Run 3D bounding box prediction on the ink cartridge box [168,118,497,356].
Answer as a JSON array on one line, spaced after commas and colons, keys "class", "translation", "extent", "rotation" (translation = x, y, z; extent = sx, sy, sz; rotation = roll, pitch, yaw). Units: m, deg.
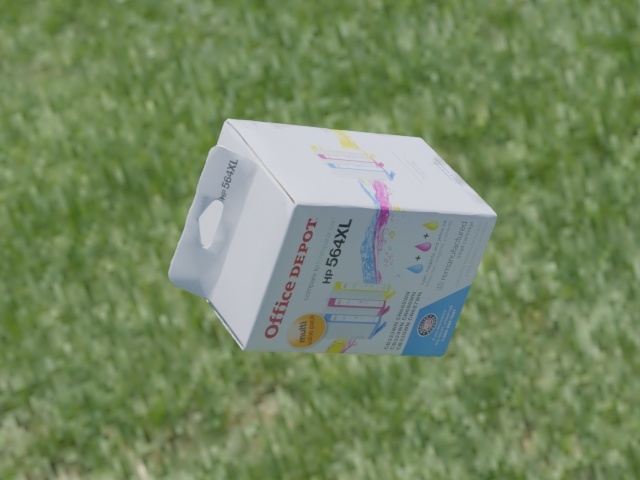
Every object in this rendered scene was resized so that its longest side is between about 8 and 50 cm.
[{"class": "ink cartridge box", "translation": [0.000, 0.000, 1.032], "extent": [0.143, 0.092, 0.090], "rotation": [2, 29, -32]}]
